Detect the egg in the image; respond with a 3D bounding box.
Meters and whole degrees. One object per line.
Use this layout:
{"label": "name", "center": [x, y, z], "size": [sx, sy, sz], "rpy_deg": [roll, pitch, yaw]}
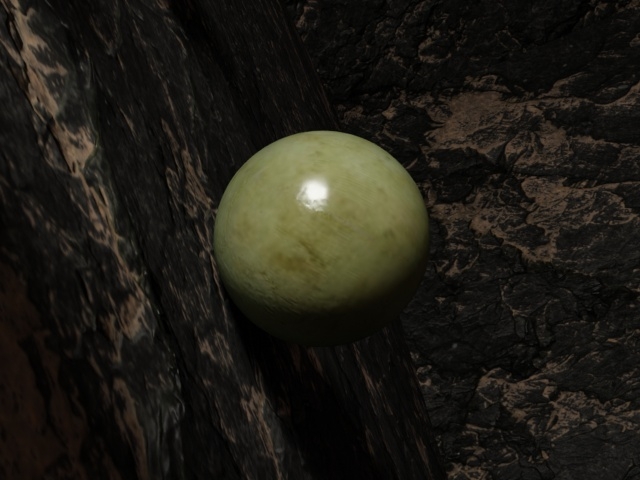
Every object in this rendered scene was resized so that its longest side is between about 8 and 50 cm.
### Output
{"label": "egg", "center": [0.000, 0.000, 0.936], "size": [0.295, 0.218, 0.218], "rpy_deg": [132, -64, -87]}
